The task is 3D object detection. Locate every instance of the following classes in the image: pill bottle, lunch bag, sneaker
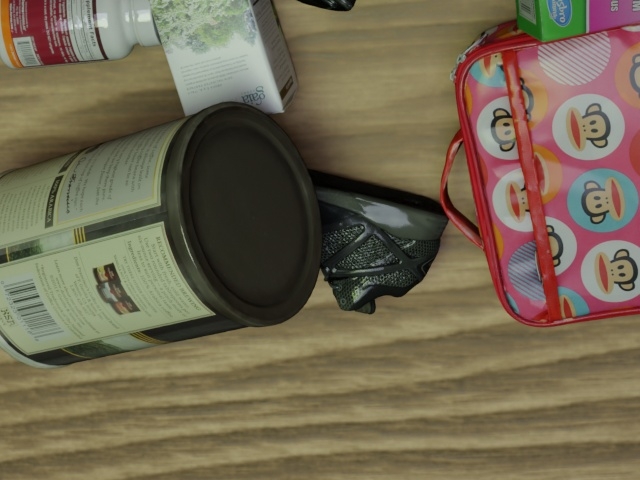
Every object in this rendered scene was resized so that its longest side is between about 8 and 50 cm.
[{"bbox_3d":[-0.227,-0.210,1.610,0.152,0.086,0.086,-4,109,7],"label":"pill bottle"},{"bbox_3d":[0.237,-0.070,1.598,0.258,0.120,0.293,-9,107,14],"label":"lunch bag"},{"bbox_3d":[0.000,0.000,1.659,0.227,0.087,0.130,15,104,-5],"label":"sneaker"}]

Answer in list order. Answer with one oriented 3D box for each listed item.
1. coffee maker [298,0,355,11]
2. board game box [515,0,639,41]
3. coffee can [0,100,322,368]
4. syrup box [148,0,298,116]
[{"bbox_3d":[0.025,-0.295,1.507,0.171,0.120,0.178,26,89,-5],"label":"coffee maker"},{"bbox_3d":[0.315,-0.321,1.460,0.316,0.064,0.242,-13,113,-10],"label":"board game box"},{"bbox_3d":[-0.166,0.000,1.569,0.275,0.201,0.202,-13,109,36],"label":"coffee can"},{"bbox_3d":[-0.103,-0.229,1.583,0.093,0.096,0.237,-13,108,13],"label":"syrup box"}]
